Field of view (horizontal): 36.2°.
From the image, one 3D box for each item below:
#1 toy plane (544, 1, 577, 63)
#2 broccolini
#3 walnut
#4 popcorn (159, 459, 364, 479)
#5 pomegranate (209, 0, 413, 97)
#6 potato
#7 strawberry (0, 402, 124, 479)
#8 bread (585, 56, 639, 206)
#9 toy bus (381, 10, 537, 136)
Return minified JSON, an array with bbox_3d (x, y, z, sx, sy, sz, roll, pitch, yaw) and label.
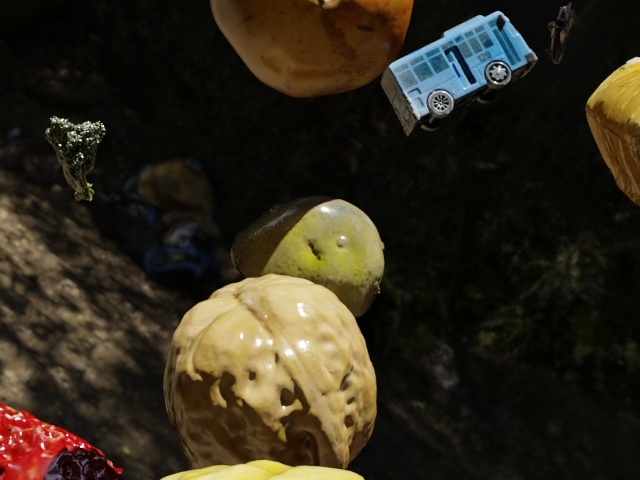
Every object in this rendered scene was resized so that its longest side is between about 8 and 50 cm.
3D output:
[{"bbox_3d":[0.331,-0.286,1.354,0.031,0.083,0.078,16,-1,-7],"label":"toy plane"},{"bbox_3d":[-0.237,-0.062,0.948,0.054,0.052,0.194,2,-19,-13],"label":"broccolini"},{"bbox_3d":[-0.053,0.166,1.056,0.257,0.225,0.257,46,-31,38],"label":"walnut"},{"bbox_3d":[-0.075,0.301,0.486,0.354,0.390,0.344,1,65,-57],"label":"popcorn"},{"bbox_3d":[-0.013,-0.308,1.252,0.264,0.264,0.264,37,12,-9],"label":"pomegranate"},{"bbox_3d":[0.000,0.000,1.263,0.202,0.117,0.182,24,38,-6],"label":"potato"},{"bbox_3d":[-0.500,0.390,1.508,0.345,0.317,0.295,39,17,11],"label":"strawberry"},{"bbox_3d":[0.400,-0.122,1.147,0.152,0.119,0.288,62,10,-12],"label":"bread"},{"bbox_3d":[0.229,-0.283,1.640,0.133,0.234,0.116,62,-7,7],"label":"toy bus"}]
